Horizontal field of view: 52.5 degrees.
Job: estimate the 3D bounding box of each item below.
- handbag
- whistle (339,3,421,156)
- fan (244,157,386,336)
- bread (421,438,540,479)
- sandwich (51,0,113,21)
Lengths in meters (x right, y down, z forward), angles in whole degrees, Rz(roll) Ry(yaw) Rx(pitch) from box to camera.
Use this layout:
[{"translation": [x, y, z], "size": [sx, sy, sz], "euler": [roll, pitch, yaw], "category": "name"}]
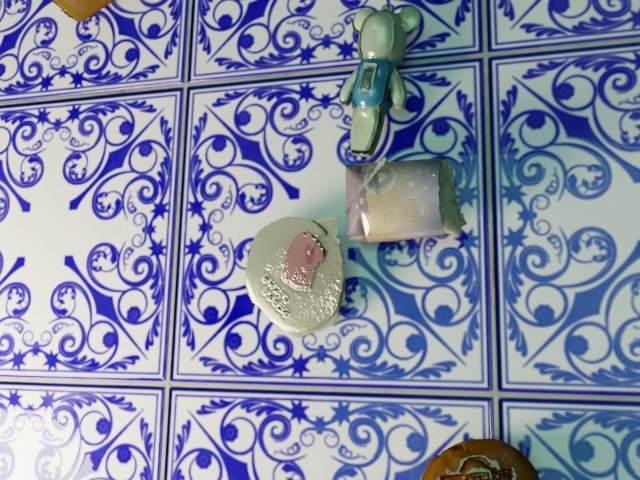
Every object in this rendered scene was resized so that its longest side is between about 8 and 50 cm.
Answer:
[{"translation": [0.124, -0.057, 0.933], "size": [0.173, 0.095, 0.117], "euler": [-3, 85, 23], "category": "handbag"}, {"translation": [0.086, -0.243, 0.986], "size": [0.113, 0.077, 0.236], "euler": [9, 88, 26], "category": "whistle"}, {"translation": [0.000, 0.000, 0.942], "size": [0.182, 0.010, 0.310], "euler": [43, 112, 17], "category": "fan"}, {"translation": [0.217, 0.318, 0.834], "size": [0.156, 0.086, 0.125], "euler": [39, 90, 17], "category": "bread"}, {"translation": [-0.412, -0.501, 1.092], "size": [0.186, 0.220, 0.108], "euler": [-30, 72, 8], "category": "sandwich"}]
